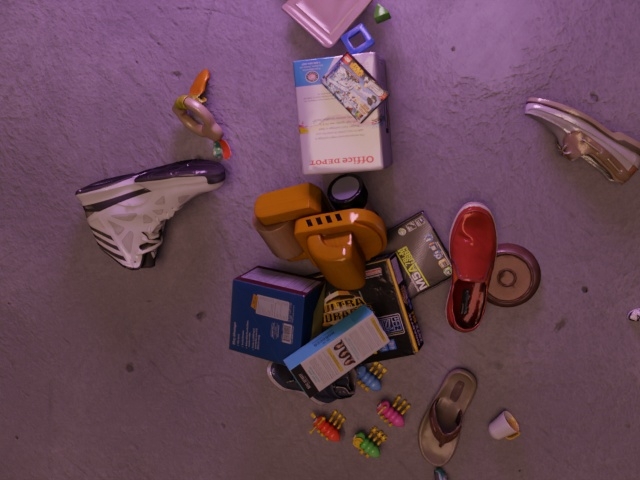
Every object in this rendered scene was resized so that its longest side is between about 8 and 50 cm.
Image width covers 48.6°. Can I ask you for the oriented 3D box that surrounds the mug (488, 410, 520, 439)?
[{"bbox_3d":[0.478,0.492,1.846,0.064,0.062,0.078,-41,82,24],"label":"mug"}]

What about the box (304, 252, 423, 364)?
[{"bbox_3d":[0.080,0.195,1.851,0.322,0.079,0.257,-15,98,25],"label":"box"}]

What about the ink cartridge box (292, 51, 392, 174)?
[{"bbox_3d":[0.061,-0.303,1.732,0.198,0.197,0.269,-3,98,13],"label":"ink cartridge box"}]

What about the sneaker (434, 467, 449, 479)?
[{"bbox_3d":[0.314,0.698,1.918,0.076,0.065,0.166,-7,96,18],"label":"sneaker"}]

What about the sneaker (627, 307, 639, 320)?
[{"bbox_3d":[0.795,0.184,1.732,0.083,0.037,0.031,-9,99,16],"label":"sneaker"}]

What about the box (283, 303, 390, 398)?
[{"bbox_3d":[0.040,0.269,1.728,0.244,0.060,0.100,-34,114,-7],"label":"box"}]

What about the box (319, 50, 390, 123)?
[{"bbox_3d":[0.077,-0.346,1.604,0.094,0.027,0.137,-43,88,16],"label":"box"}]

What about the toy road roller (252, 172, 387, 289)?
[{"bbox_3d":[0.000,0.000,1.745,0.330,0.240,0.202,-10,142,17],"label":"toy road roller"}]

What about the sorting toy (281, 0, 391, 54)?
[{"bbox_3d":[0.028,-0.592,1.753,0.196,0.047,0.347,-46,71,5],"label":"sorting toy"}]

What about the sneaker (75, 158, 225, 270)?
[{"bbox_3d":[-0.431,-0.065,1.926,0.448,0.169,0.257,-9,106,22],"label":"sneaker"}]

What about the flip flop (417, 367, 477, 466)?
[{"bbox_3d":[0.333,0.468,1.862,0.112,0.080,0.276,23,104,8],"label":"flip flop"}]

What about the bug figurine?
[{"bbox_3d":[0.110,0.471,1.919,0.216,0.072,0.279,37,105,4],"label":"bug figurine"}]

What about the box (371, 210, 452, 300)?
[{"bbox_3d":[0.232,0.047,1.833,0.184,0.045,0.190,-29,92,15],"label":"box"}]

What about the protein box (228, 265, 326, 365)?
[{"bbox_3d":[-0.111,0.191,1.811,0.201,0.136,0.199,12,108,22],"label":"protein box"}]

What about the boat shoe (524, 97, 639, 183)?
[{"bbox_3d":[0.609,-0.235,1.664,0.302,0.113,0.103,28,99,6],"label":"boat shoe"}]

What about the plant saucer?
[{"bbox_3d":[0.471,0.091,1.795,0.169,0.029,0.168,2,99,13],"label":"plant saucer"}]

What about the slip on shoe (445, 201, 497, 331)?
[{"bbox_3d":[0.371,0.071,1.738,0.123,0.101,0.331,6,99,1],"label":"slip on shoe"}]

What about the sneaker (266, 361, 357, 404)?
[{"bbox_3d":[-0.010,0.346,1.805,0.226,0.086,0.163,29,144,-31],"label":"sneaker"}]

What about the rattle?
[{"bbox_3d":[-0.286,-0.330,1.894,0.200,0.142,0.130,39,139,-11],"label":"rattle"}]
